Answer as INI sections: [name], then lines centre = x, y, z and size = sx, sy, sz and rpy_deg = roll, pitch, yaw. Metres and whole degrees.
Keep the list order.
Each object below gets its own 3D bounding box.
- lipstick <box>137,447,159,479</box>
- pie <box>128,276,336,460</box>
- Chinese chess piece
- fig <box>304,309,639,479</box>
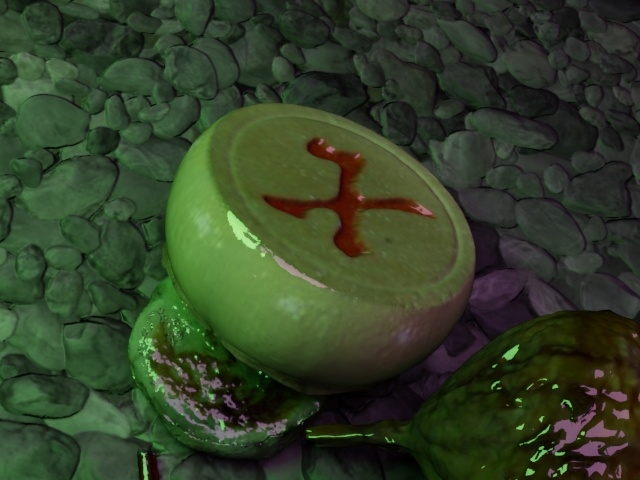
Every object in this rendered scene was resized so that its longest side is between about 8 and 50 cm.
[lipstick]
centre = -0.162, 0.288, 1.008
size = 0.027, 0.027, 0.176
rpy_deg = -3, 58, -15
[pie]
centre = -0.088, 0.121, 1.112
size = 0.240, 0.054, 0.240
rpy_deg = 6, 58, -10
[Chinese chess piece]
centre = 0.000, 0.000, 1.099
size = 0.338, 0.140, 0.338
rpy_deg = 20, 38, -16
[fig]
centre = 0.160, 0.206, 1.010
size = 0.368, 0.286, 0.286
rpy_deg = 2, 56, 10
